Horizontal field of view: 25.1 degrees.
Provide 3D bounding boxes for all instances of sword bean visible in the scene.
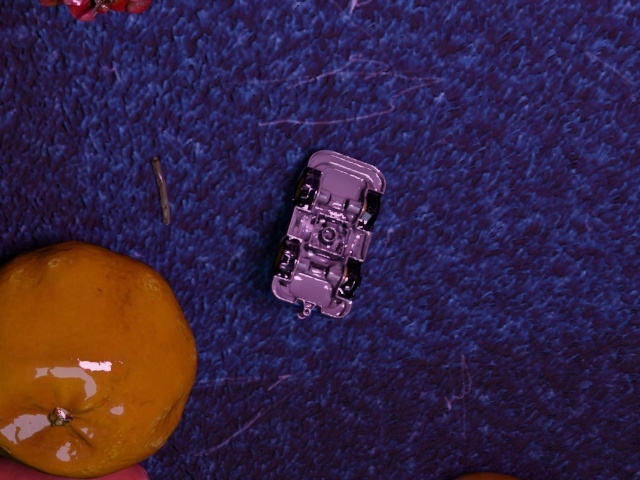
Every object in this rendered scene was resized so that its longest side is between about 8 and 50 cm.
[{"bbox_3d":[-0.183,-0.057,1.663,0.012,0.012,0.083,-8,114,0],"label":"sword bean"}]

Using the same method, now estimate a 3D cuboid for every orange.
[{"bbox_3d":[-0.277,0.140,1.623,0.279,0.235,0.279,-3,111,-7],"label":"orange"}]

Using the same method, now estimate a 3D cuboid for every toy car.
[{"bbox_3d":[0.000,0.000,1.648,0.097,0.100,0.191,19,78,-13],"label":"toy car"}]

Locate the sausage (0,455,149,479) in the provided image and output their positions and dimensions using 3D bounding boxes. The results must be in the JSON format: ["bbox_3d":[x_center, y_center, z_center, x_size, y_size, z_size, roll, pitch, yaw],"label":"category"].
[{"bbox_3d":[-0.313,0.325,1.710,0.254,0.148,0.148,-6,115,-6],"label":"sausage"}]

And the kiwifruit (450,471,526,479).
[{"bbox_3d":[0.233,0.397,1.807,0.234,0.196,0.196,30,109,-23],"label":"kiwifruit"}]

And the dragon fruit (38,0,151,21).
[{"bbox_3d":[-0.225,-0.360,1.415,0.218,0.198,0.273,-12,119,-27],"label":"dragon fruit"}]
